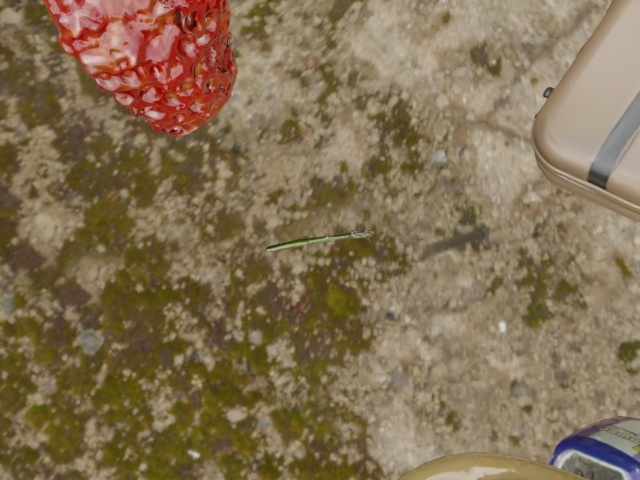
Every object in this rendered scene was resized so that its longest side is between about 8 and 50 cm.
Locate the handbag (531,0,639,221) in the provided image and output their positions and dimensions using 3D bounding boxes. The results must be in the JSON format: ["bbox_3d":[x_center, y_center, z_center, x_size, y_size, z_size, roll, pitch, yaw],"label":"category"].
[{"bbox_3d":[0.435,-0.161,1.086,0.283,0.149,0.302,35,86,19],"label":"handbag"}]

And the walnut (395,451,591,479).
[{"bbox_3d":[0.136,0.293,0.641,0.285,0.296,0.285,-2,81,14],"label":"walnut"}]

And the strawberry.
[{"bbox_3d":[-0.112,-0.188,0.715,0.111,0.190,0.236,-5,139,22],"label":"strawberry"}]

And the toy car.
[{"bbox_3d":[0.399,0.311,1.145,0.172,0.235,0.158,16,107,47],"label":"toy car"}]

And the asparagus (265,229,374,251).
[{"bbox_3d":[0.000,0.000,1.324,0.166,0.013,0.016,-10,73,-10],"label":"asparagus"}]
